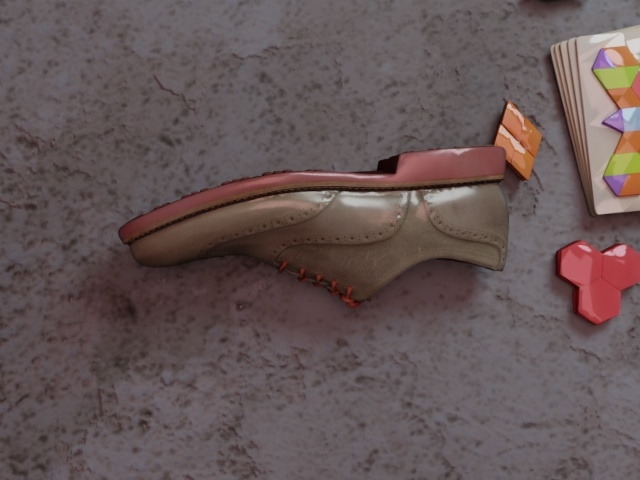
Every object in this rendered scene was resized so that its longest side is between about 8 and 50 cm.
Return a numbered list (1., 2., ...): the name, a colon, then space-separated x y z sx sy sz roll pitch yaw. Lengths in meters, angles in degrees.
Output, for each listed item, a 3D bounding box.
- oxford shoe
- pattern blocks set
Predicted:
1. oxford shoe: 0.000 0.000 0.890 0.348 0.123 0.130 -9 92 0
2. pattern blocks set: 0.303 -0.112 0.941 0.285 0.026 0.324 -21 88 -2
